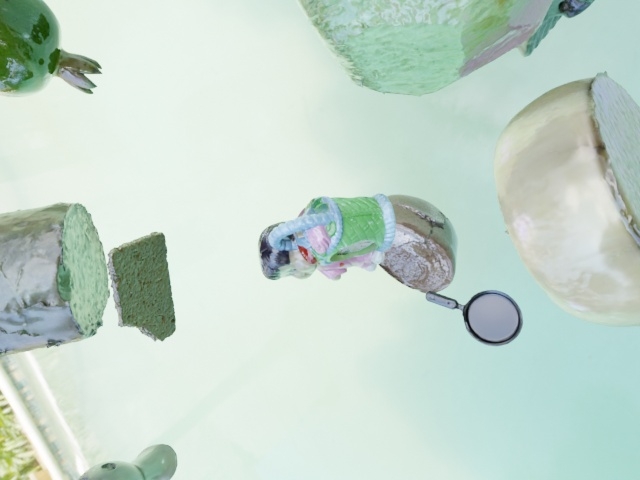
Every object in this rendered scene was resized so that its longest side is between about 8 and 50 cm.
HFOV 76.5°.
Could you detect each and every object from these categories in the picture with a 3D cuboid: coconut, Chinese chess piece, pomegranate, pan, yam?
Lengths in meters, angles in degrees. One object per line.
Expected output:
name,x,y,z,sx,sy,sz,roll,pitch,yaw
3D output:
coconut,0.093,-0.241,0.332,0.236,0.204,0.236,2,120,3
Chinese chess piece,0.309,-0.043,0.444,0.112,0.270,0.270,-28,94,49
pomegranate,-0.498,-0.324,0.688,0.187,0.225,0.187,-23,60,46
pan,0.380,0.175,1.020,0.235,0.028,0.136,19,93,24
yam,-0.404,0.057,0.457,0.304,0.168,0.168,-9,114,-3

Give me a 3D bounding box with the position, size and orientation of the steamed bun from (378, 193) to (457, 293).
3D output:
steamed bun,0.284,-0.016,1.203,0.301,0.251,0.199,35,137,-5

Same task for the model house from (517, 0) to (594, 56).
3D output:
model house,0.387,-0.554,0.765,0.400,0.445,0.395,-2,74,12

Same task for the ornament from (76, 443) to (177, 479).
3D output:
ornament,-0.261,0.327,0.542,0.074,0.156,0.081,-22,75,2

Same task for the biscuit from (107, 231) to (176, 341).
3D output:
biscuit,-0.345,0.108,0.796,0.026,0.131,0.237,11,113,23

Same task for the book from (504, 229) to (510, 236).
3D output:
book,0.470,-0.031,0.691,0.215,0.282,0.025,-47,39,22

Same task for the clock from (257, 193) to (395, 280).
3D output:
clock,0.000,0.000,0.634,0.194,0.195,0.100,107,152,-67
